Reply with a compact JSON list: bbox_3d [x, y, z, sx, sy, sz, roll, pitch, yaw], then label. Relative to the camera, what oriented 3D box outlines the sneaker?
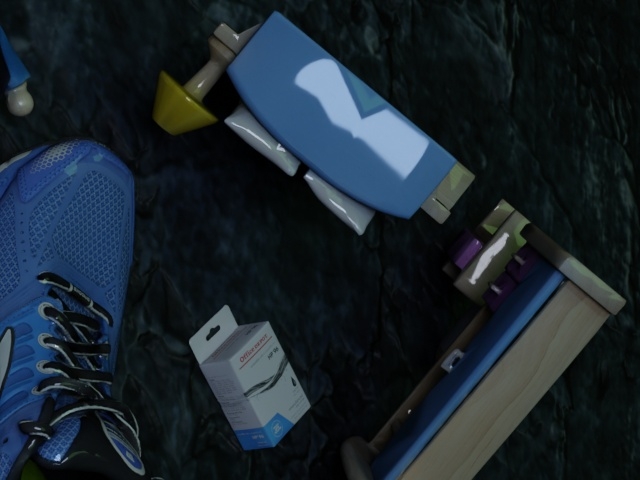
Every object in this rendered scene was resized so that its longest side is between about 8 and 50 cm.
[{"bbox_3d":[-0.135,0.097,0.896,0.130,0.147,0.330,30,58,-43],"label":"sneaker"}]

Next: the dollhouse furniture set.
[{"bbox_3d":[0.000,0.000,1.133,0.303,0.198,0.286,40,5,-8],"label":"dollhouse furniture set"}]

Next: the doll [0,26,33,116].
[{"bbox_3d":[-0.204,-0.085,0.906,0.129,0.046,0.189,32,56,-44],"label":"doll"}]

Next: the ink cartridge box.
[{"bbox_3d":[-0.045,0.085,1.100,0.048,0.028,0.083,-45,116,-46],"label":"ink cartridge box"}]
